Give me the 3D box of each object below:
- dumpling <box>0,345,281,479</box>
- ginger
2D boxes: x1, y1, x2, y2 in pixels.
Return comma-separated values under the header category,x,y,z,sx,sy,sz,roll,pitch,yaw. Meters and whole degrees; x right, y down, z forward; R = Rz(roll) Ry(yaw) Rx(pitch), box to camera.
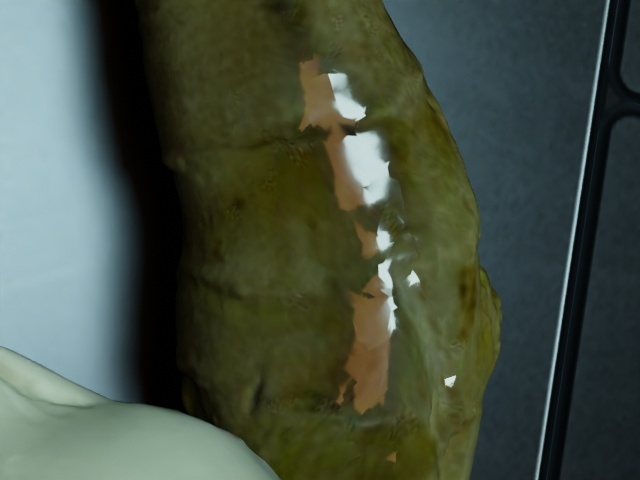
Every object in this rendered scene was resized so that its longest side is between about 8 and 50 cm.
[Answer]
category,x,y,z,sx,sy,sz,roll,pitch,yaw
dumpling,-0.070,0.154,0.653,0.147,0.258,0.193,-28,147,-54
ginger,0.000,0.000,0.732,0.109,0.116,0.263,-10,90,-57
